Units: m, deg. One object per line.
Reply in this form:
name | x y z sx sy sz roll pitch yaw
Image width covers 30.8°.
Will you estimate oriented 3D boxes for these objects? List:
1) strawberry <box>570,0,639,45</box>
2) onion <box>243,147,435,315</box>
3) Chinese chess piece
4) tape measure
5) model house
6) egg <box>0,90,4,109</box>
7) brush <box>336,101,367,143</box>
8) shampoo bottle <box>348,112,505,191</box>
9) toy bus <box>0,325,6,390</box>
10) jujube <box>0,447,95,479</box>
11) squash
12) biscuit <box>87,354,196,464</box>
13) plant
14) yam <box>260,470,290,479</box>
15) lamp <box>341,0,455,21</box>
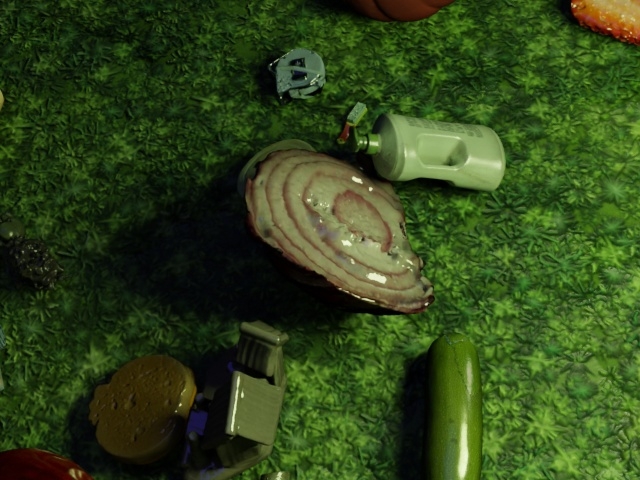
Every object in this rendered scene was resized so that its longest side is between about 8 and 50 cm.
strawberry | 0.497 -0.372 1.907 0.188 0.082 0.121 42 92 20
onion | 0.000 0.000 1.661 0.280 0.146 0.314 16 40 -21
Chinese chess piece | -0.061 -0.094 1.806 0.144 0.058 0.144 -19 39 17
tape measure | -0.038 -0.277 1.950 0.094 0.054 0.091 -22 62 -1
model house | -0.112 0.217 1.581 0.122 0.188 0.229 14 60 1
egg | -0.655 -0.235 1.947 0.244 0.201 0.201 -39 59 -7
brush | 0.049 -0.192 1.898 0.018 0.021 0.083 23 65 20
shampoo bottle | 0.152 -0.135 1.742 0.234 0.087 0.118 5 44 -22
toy bus | -0.558 0.077 1.765 0.109 0.136 0.330 -16 57 -3
jujube | -0.344 0.410 1.482 0.318 0.223 0.223 35 69 20
squash | 0.174 0.268 1.542 0.087 0.087 0.331 1 59 11
biscuit | -0.253 0.243 1.649 0.170 0.050 0.170 -14 47 16
plant | -0.470 0.018 1.827 0.174 0.085 0.087 42 114 28
yam | -0.067 0.349 1.556 0.043 0.043 0.094 2 58 12
lamp | 0.133 -0.517 1.946 0.303 0.257 0.303 -1 88 35
